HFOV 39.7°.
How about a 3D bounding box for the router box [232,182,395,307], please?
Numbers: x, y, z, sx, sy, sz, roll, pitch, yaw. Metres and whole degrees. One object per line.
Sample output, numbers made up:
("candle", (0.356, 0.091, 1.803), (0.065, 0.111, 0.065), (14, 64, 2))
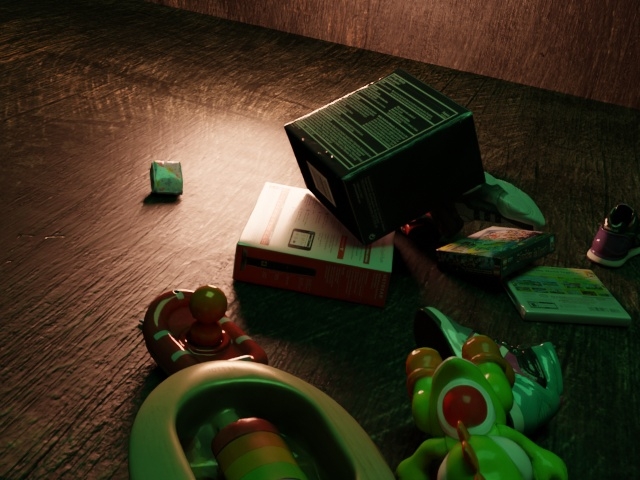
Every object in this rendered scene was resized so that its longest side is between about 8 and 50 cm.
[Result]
("router box", (0.000, 0.000, 1.828), (0.301, 0.082, 0.335), (11, 25, 3))

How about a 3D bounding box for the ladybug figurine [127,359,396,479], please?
("ladybug figurine", (-0.070, 0.313, 1.046), (0.305, 0.162, 0.449), (-2, 27, -21))

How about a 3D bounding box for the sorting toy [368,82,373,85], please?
("sorting toy", (0.147, -0.301, 2.364), (0.257, 0.089, 0.255), (-40, 46, -17))

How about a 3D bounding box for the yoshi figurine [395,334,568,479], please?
("yoshi figurine", (0.217, 0.299, 1.185), (0.203, 0.204, 0.362), (24, 25, -14))

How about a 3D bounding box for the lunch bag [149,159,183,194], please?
("lunch bag", (-0.353, -0.138, 2.029), (0.071, 0.053, 0.083), (0, 52, -21))

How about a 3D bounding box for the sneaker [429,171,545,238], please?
("sneaker", (0.349, -0.062, 1.950), (0.268, 0.153, 0.101), (26, 34, -10))

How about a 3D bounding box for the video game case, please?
("video game case", (0.495, 0.111, 1.838), (0.226, 0.026, 0.206), (4, 26, -10))

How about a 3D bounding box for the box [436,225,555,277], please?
("box", (0.380, 0.022, 1.913), (0.159, 0.044, 0.233), (9, 19, 41))

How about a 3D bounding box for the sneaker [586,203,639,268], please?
("sneaker", (0.730, -0.033, 2.108), (0.107, 0.124, 0.283), (22, 28, 24))

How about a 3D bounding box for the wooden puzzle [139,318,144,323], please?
("wooden puzzle", (-0.249, 0.132, 1.541), (0.078, 0.014, 0.116), (26, 30, 32))

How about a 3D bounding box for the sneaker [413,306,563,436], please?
("sneaker", (0.293, 0.198, 1.458), (0.178, 0.124, 0.295), (-10, 39, -26))

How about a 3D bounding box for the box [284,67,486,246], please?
("box", (0.131, -0.178, 1.821), (0.294, 0.183, 0.296), (-28, 36, -10))

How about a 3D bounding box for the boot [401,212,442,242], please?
("boot", (0.170, -0.072, 2.043), (0.244, 0.088, 0.176), (17, 27, 9))

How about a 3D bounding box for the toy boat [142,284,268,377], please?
("toy boat", (-0.181, 0.138, 1.389), (0.151, 0.151, 0.231), (-10, 32, -37))
